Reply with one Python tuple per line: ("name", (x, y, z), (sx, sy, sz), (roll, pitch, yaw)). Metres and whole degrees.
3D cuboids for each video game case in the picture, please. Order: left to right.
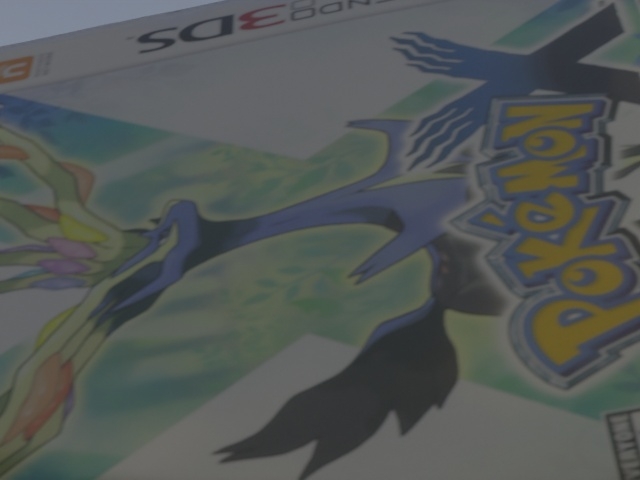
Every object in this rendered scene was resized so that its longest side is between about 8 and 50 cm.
("video game case", (0.000, 0.000, 0.542), (0.299, 0.329, 0.036), (-11, -54, 6))
